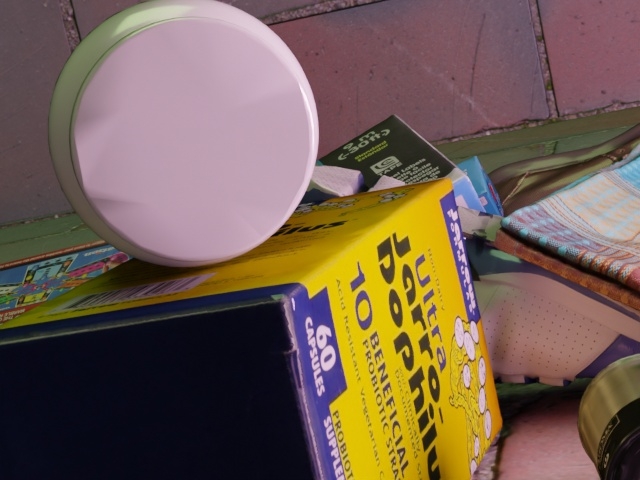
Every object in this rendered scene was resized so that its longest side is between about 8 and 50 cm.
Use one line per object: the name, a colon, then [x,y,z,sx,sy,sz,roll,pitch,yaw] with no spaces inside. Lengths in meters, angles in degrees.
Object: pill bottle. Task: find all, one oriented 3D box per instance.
pill bottle: [-0.083,-0.065,0.863,0.153,0.153,0.264,-13,9,-7]

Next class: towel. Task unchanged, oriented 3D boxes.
towel: [0.316,0.006,1.128,0.271,0.040,0.370,24,21,22]

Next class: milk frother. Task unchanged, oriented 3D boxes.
milk frother: [0.230,0.116,0.818,0.143,0.129,0.135,31,11,-2]

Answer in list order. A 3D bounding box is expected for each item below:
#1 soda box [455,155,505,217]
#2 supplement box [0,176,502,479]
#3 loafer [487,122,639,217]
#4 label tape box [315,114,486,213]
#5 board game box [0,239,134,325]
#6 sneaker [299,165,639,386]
soda box: [0.095,-0.009,1.614,0.210,0.067,0.071,-24,37,13]
supplement box: [-0.029,0.096,0.907,0.195,0.194,0.356,-9,9,20]
loafer: [0.349,-0.042,1.618,0.366,0.134,0.130,-19,33,19]
label tape box: [0.000,0.000,1.347,0.249,0.115,0.348,-31,23,-2]
board game box: [-0.261,0.065,1.346,0.281,0.027,0.145,-13,38,24]
sneaker: [0.112,0.074,1.119,0.315,0.182,0.127,20,18,11]
